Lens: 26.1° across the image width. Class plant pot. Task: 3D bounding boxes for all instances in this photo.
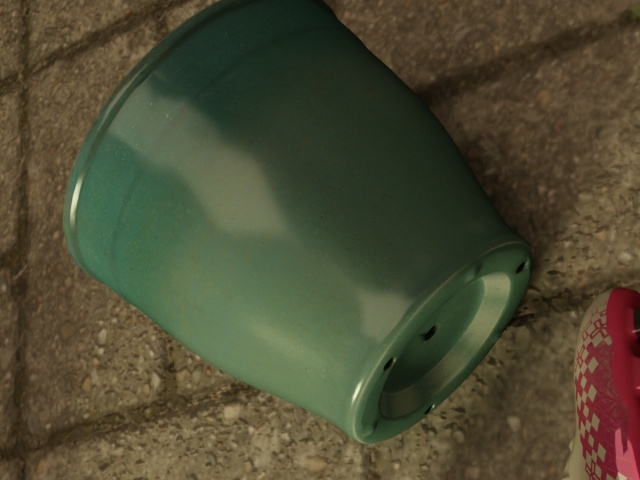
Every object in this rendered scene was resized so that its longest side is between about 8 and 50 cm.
[{"bbox_3d":[0.000,0.000,0.993,0.255,0.272,0.271,42,103,25],"label":"plant pot"}]

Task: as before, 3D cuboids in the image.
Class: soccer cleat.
[{"bbox_3d":[0.180,0.194,0.863,0.143,0.116,0.331,-21,63,32],"label":"soccer cleat"}]
